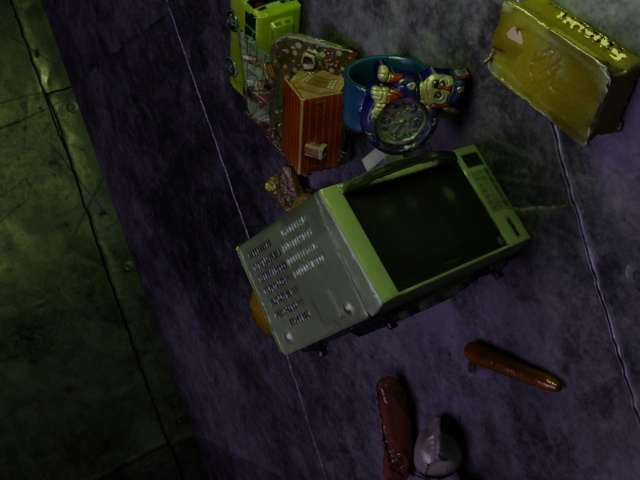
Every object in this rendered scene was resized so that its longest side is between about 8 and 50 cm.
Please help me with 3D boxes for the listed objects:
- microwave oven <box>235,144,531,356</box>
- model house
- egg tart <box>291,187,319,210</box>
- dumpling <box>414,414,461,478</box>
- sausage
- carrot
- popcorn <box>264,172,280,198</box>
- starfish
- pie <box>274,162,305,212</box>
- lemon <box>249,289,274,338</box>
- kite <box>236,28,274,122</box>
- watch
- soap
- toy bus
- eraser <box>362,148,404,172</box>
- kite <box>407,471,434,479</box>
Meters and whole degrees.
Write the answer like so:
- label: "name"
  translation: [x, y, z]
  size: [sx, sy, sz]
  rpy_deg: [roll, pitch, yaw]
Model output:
- label: "microwave oven"
  translation: [0.119, 0.023, 1.540]
  size: [0.333, 0.394, 0.247]
  rpy_deg: [-33, 79, 50]
- label: "model house"
  translation: [-0.040, -0.264, 1.840]
  size: [0.207, 0.154, 0.293]
  rpy_deg: [18, 133, 15]
- label: "egg tart"
  translation: [0.000, 0.000, 2.084]
  size: [0.232, 0.098, 0.252]
  rpy_deg: [-12, 106, 54]
- label: "dumpling"
  translation: [0.261, 0.473, 1.985]
  size: [0.188, 0.108, 0.127]
  rpy_deg: [76, 180, -51]
- label: "sausage"
  translation: [0.184, 0.472, 2.133]
  size: [0.087, 0.079, 0.326]
  rpy_deg: [19, 128, 37]
- label: "carrot"
  translation: [0.368, 0.245, 1.688]
  size: [0.248, 0.043, 0.043]
  rpy_deg: [18, 125, 53]
- label: "popcorn"
  translation: [-0.109, -0.133, 2.221]
  size: [0.084, 0.084, 0.084]
  rpy_deg: [40, 141, 42]
- label: "starfish"
  translation: [-0.094, -0.273, 2.132]
  size: [0.247, 0.050, 0.138]
  rpy_deg: [47, 150, 15]
- label: "pie"
  translation: [-0.067, -0.111, 2.169]
  size: [0.092, 0.034, 0.169]
  rpy_deg: [-14, 108, 34]
- label: "lemon"
  translation: [-0.076, 0.164, 2.245]
  size: [0.260, 0.204, 0.204]
  rpy_deg: [13, 121, 55]
- label: "kite"
  translation: [-0.089, -0.333, 1.935]
  size: [0.323, 0.013, 0.268]
  rpy_deg: [44, 137, -13]
- label: "watch"
  translation: [0.138, -0.267, 1.599]
  size: [0.200, 0.196, 0.171]
  rpy_deg: [-114, 29, -54]
- label: "soap"
  translation: [0.358, -0.260, 1.306]
  size: [0.233, 0.076, 0.135]
  rpy_deg: [47, 147, 33]
- label: "toy bus"
  translation: [-0.126, -0.448, 1.976]
  size: [0.150, 0.128, 0.262]
  rpy_deg: [47, 147, 33]
- label: "eraser"
  translation: [0.164, -0.093, 1.799]
  size: [0.212, 0.046, 0.092]
  rpy_deg: [65, 152, 6]
- label: "kite"
  translation: [0.297, 0.548, 1.925]
  size: [0.229, 0.012, 0.250]
  rpy_deg: [14, 162, 15]
